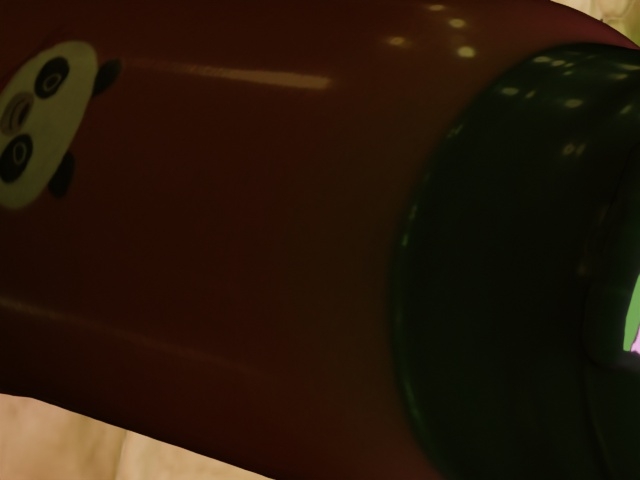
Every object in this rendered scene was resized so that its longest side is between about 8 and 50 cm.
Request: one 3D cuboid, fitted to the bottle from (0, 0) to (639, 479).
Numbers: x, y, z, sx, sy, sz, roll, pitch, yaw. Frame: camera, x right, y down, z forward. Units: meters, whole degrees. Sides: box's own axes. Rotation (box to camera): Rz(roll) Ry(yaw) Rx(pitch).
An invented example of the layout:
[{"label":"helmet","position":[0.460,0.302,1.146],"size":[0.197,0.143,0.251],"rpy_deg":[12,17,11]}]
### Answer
[{"label":"bottle","position":[0.000,0.000,0.511],"size":[0.144,0.336,0.144],"rpy_deg":[-8,103,-38]}]
